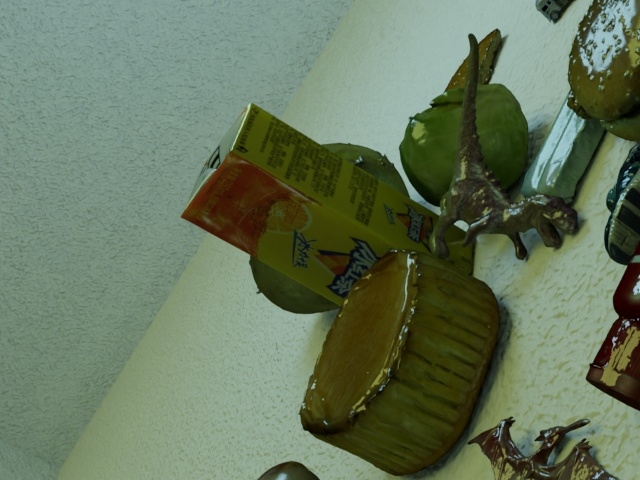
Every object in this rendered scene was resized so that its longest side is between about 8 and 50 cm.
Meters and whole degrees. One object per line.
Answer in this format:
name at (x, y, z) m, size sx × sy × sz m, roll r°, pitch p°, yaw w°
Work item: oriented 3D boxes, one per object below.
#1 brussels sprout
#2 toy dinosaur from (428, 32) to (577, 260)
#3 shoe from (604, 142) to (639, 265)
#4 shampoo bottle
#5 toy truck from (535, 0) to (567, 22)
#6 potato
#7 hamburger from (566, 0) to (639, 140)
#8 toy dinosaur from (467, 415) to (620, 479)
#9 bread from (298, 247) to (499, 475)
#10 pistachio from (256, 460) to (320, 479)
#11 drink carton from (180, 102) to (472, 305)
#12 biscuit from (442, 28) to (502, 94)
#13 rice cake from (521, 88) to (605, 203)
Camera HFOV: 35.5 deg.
brussels sprout at (0.197, -0.117, 1.310) m, size 0.183 × 0.145 × 0.131 m, roll -25°, pitch -21°, yaw -12°
toy dinosaur at (0.189, -0.080, 1.175) m, size 0.200 × 0.072 × 0.251 m, roll -47°, pitch 55°, yaw 45°
shoe at (0.303, -0.041, 0.951) m, size 0.143 × 0.064 × 0.071 m, roll -62°, pitch 15°, yaw -18°
shampoo bottle at (0.317, -0.010, 0.818) m, size 0.314 × 0.076 × 0.118 m, roll -62°, pitch 17°, yaw -4°
toy truck at (0.347, -0.362, 1.452) m, size 0.083 × 0.044 × 0.039 m, roll -52°, pitch 14°, yaw 29°
potato at (0.002, -0.015, 1.601) m, size 0.359 × 0.219 × 0.269 m, roll -33°, pitch 38°, yaw 65°
hamburger at (0.335, -0.202, 1.035) m, size 0.215 × 0.122 × 0.189 m, roll -54°, pitch 18°, yaw 31°
toy dinosaur at (0.195, 0.207, 0.908) m, size 0.108 × 0.032 × 0.220 m, roll -60°, pitch 24°, yaw -13°
bread at (0.093, 0.140, 1.164) m, size 0.253 × 0.142 × 0.227 m, roll -64°, pitch 13°, yaw -24°
pistachio at (-0.045, 0.370, 1.184) m, size 0.144 × 0.144 × 0.215 m, roll -37°, pitch 35°, yaw 57°
drink carton at (0.014, -0.018, 1.297) m, size 0.154 × 0.351 × 0.111 m, roll -46°, pitch 20°, yaw 43°
biscuit at (0.236, -0.248, 1.638) m, size 0.206 × 0.025 × 0.126 m, roll -64°, pitch 16°, yaw -19°
rice cake at (0.306, -0.143, 1.175) m, size 0.226 × 0.040 × 0.085 m, roll -63°, pitch 13°, yaw -9°
